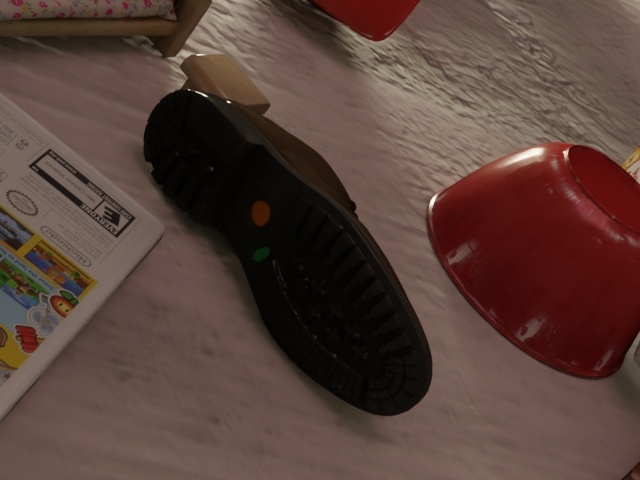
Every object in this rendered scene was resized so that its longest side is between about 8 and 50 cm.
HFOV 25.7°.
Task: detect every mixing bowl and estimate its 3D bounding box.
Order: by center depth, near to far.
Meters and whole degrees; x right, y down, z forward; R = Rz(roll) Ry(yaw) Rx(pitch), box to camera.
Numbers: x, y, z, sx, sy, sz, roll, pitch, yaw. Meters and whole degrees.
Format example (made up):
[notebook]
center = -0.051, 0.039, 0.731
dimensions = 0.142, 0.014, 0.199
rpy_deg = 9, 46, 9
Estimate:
[mixing bowl]
center = 0.176, -0.002, 0.988
dimensions = 0.181, 0.098, 0.181
rpy_deg = 29, 32, -20

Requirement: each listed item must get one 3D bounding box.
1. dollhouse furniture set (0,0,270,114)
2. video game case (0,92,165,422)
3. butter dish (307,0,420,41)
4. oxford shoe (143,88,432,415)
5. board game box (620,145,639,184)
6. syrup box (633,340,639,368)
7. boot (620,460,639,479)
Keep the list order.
[dollhouse furniture set]
center = -0.192, -0.231, 0.797
dimensions = 0.355, 0.174, 0.303
rpy_deg = 50, 31, 17
[video game case]
center = -0.201, -0.028, 0.661
dimensions = 0.227, 0.026, 0.206
rpy_deg = 39, 29, -4
[butter dish]
center = 0.017, -0.243, 1.125
dimensions = 0.160, 0.118, 0.160
rpy_deg = 37, 71, -4
[oxford shoe]
center = 0.000, 0.000, 0.799
dimensions = 0.096, 0.083, 0.227
rpy_deg = -1, 50, -55
[board game box]
center = 0.318, 0.015, 1.179
dimensions = 0.147, 0.045, 0.193
rpy_deg = 33, 30, -12
[syrup box]
center = 0.321, 0.031, 1.022
dimensions = 0.096, 0.093, 0.237
rpy_deg = 52, 45, -17
[boot]
center = 0.247, 0.177, 0.886
dimensions = 0.114, 0.037, 0.106
rpy_deg = 45, 43, 15
